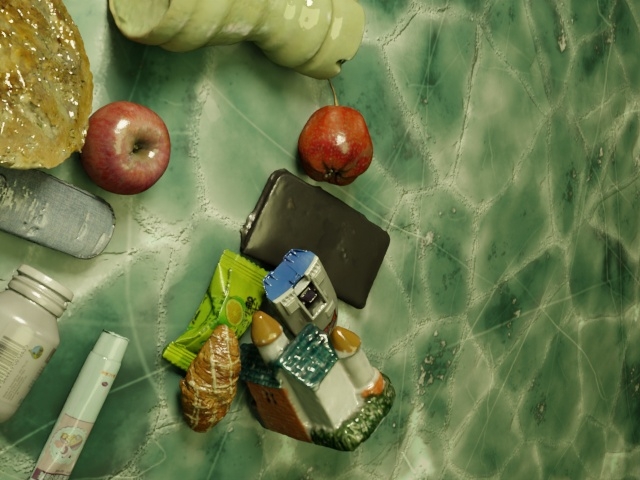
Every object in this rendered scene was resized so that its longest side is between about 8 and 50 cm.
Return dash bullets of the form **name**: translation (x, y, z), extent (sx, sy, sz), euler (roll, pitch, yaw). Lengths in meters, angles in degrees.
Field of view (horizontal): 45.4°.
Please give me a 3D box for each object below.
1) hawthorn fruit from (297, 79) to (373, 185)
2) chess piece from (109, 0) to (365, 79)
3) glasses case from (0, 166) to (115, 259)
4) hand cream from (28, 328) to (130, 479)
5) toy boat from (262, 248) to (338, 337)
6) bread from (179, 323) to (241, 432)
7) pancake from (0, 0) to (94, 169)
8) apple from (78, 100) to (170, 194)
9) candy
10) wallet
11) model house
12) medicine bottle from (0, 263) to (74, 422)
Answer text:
- **hawthorn fruit**: translation (0.034, -0.217, 1.556), extent (0.163, 0.163, 0.203), euler (32, 58, -41)
- **chess piece**: translation (-0.120, -0.415, 1.328), extent (0.442, 0.234, 0.234), euler (4, 94, -46)
- **glasses case**: translation (-0.445, -0.055, 1.178), extent (0.282, 0.067, 0.109), euler (27, 81, -40)
- **hand cream**: translation (-0.415, 0.308, 1.280), extent (0.331, 0.058, 0.085), euler (-65, 151, -8)
- **toy boat**: translation (-0.018, 0.140, 1.563), extent (0.129, 0.088, 0.295), euler (-47, 147, -15)
- **bread**: translation (-0.201, 0.267, 1.409), extent (0.105, 0.076, 0.233), euler (7, 110, -30)
- **pancake**: translation (-0.443, -0.255, 1.063), extent (0.356, 0.065, 0.356), euler (40, 39, -43)
- **apple**: translation (-0.319, -0.150, 1.244), extent (0.153, 0.120, 0.153), euler (-12, 105, -49)
- **candy**: translation (-0.186, 0.145, 1.449), extent (0.149, 0.069, 0.246), euler (40, 71, -42)
- **wallet**: translation (0.000, 0.000, 1.609), extent (0.377, 0.051, 0.197), euler (28, 80, -41)
- **model house**: translation (-0.031, 0.229, 1.468), extent (0.190, 0.271, 0.301), euler (-46, 123, -33)
- **medicine bottle**: translation (-0.467, 0.149, 1.144), extent (0.135, 0.135, 0.215), euler (44, 68, -38)
